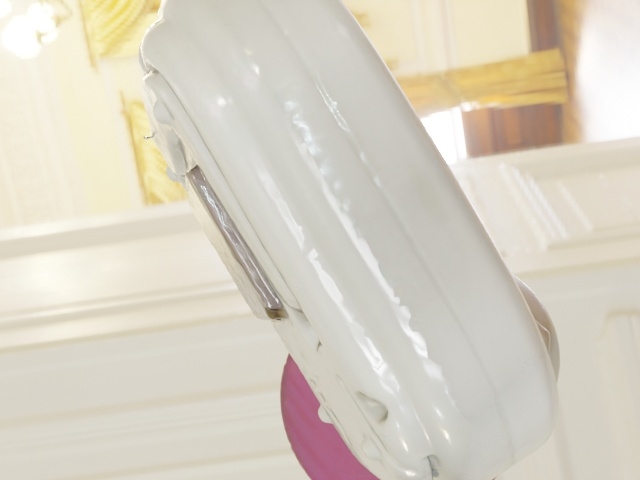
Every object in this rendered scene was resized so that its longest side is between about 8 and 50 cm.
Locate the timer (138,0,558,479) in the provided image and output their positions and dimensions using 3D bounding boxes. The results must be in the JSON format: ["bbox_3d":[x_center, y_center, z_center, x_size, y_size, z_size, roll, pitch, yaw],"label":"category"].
[{"bbox_3d":[0.001,0.000,0.492,0.237,0.087,0.262,57,172,1],"label":"timer"}]

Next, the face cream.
[{"bbox_3d":[0.086,0.108,0.834,0.195,0.175,0.175,-19,-78,-62],"label":"face cream"}]
